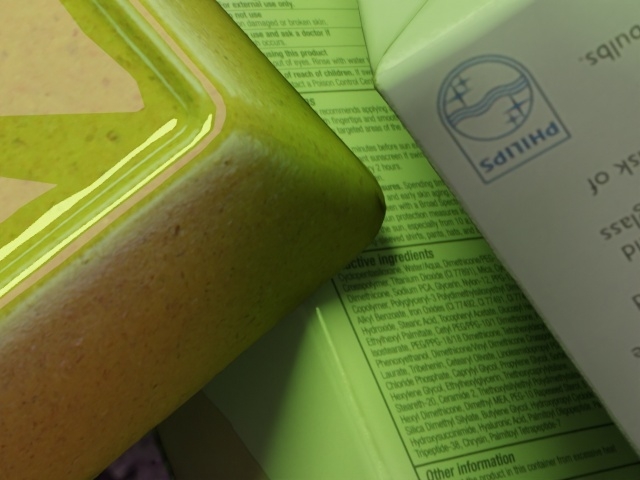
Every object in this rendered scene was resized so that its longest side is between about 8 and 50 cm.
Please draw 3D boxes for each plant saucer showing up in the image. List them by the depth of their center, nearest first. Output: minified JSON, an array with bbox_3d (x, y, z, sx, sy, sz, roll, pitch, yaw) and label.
[{"bbox_3d":[-0.189,-0.044,0.584,0.333,0.081,0.333,-40,86,-21],"label":"plant saucer"}]

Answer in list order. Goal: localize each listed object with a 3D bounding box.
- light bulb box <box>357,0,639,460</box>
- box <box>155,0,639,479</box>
[{"bbox_3d":[0.185,-0.059,0.696,0.361,0.225,0.358,52,16,-28],"label":"light bulb box"},{"bbox_3d":[0.000,0.000,0.750,0.148,0.121,0.311,-5,62,-38],"label":"box"}]
